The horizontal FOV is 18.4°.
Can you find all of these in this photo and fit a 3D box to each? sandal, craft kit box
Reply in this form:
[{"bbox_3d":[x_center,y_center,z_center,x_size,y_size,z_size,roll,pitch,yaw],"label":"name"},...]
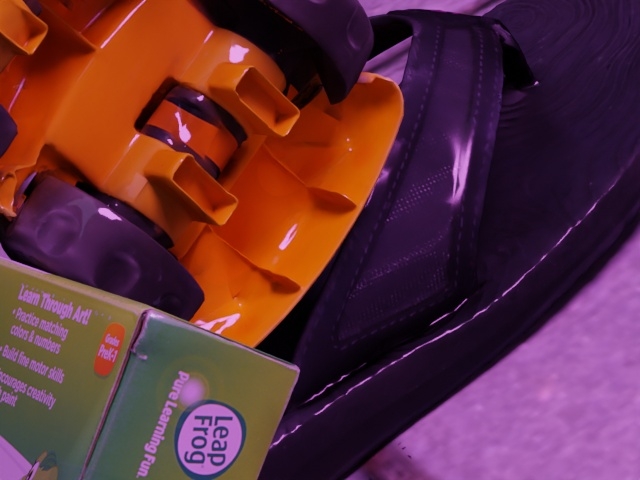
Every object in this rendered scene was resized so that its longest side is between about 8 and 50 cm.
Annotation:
[{"bbox_3d":[0.001,0.001,0.820,0.167,0.107,0.446,15,49,45],"label":"sandal"},{"bbox_3d":[-0.125,0.124,0.599,0.250,0.061,0.246,13,83,62],"label":"craft kit box"}]

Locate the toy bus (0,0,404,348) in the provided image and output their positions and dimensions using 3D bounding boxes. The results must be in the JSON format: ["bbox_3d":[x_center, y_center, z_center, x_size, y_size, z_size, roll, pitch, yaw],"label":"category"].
[{"bbox_3d":[-0.112,-0.074,0.754,0.211,0.220,0.149,16,66,54],"label":"toy bus"}]
